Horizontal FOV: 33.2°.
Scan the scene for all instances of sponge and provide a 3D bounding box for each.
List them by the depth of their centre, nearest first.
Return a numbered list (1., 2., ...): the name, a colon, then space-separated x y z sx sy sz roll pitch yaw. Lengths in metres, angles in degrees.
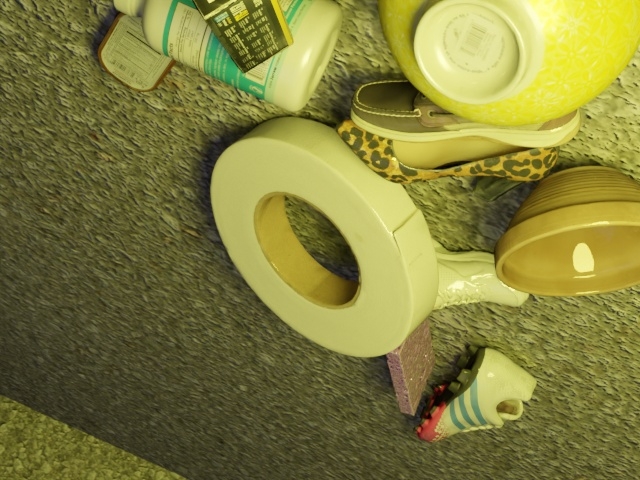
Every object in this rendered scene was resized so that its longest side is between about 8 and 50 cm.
1. sponge: 0.156 0.198 1.835 0.031 0.117 0.210 15 147 22

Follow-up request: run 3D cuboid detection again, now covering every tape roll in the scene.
1. tape roll: 0.000 0.000 1.594 0.392 0.072 0.392 28 140 27

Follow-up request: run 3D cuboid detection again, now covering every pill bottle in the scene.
1. pill bottle: -0.116 -0.273 1.319 0.264 0.146 0.146 25 149 4

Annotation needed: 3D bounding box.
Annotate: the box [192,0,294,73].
1. box: -0.129 -0.318 1.083 0.257 0.079 0.322 58 -178 2

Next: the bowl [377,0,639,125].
1. bowl: 0.175 -0.225 1.093 0.289 0.156 0.289 15 130 19

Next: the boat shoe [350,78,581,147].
1. boat shoe: 0.170 -0.176 1.299 0.285 0.103 0.092 8 139 22

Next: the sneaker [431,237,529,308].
1. sneaker: 0.195 0.070 1.619 0.232 0.115 0.090 16 147 17

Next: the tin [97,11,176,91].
1. tin: -0.253 -0.276 1.525 0.106 0.040 0.189 31 149 -14

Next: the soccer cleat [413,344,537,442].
1. soccer cleat: 0.270 0.299 1.900 0.143 0.116 0.331 27 148 1

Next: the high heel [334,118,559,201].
1. high heel: 0.163 -0.131 1.357 0.261 0.093 0.186 18 158 -16

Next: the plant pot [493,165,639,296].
1. plant pot: 0.334 -0.020 1.352 0.237 0.110 0.237 -2 155 -1
